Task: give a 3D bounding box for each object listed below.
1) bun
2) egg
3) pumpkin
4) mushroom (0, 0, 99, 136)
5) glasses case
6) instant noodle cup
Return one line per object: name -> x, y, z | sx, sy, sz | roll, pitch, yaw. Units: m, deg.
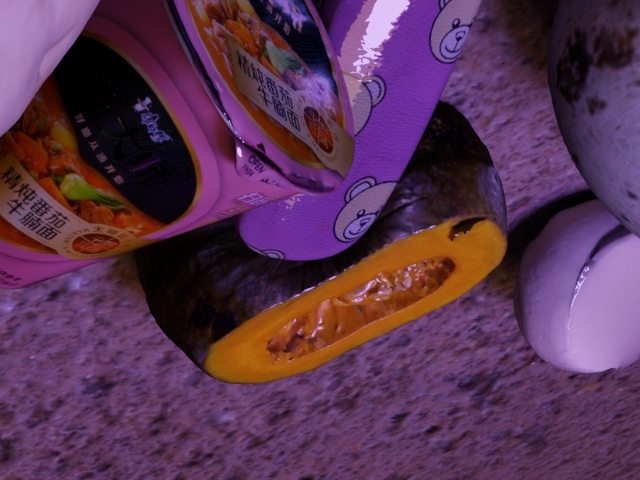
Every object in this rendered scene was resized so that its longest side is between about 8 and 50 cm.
bun -> 0.254, 0.038, 1.905 | 0.173, 0.120, 0.172 | -20, 124, -33
egg -> 0.329, -0.118, 1.529 | 0.379, 0.287, 0.287 | 26, 126, -38
pumpkin -> 0.000, 0.000, 1.645 | 0.317, 0.139, 0.222 | -23, 155, 5
mushroom -> -0.256, -0.165, 0.985 | 0.325, 0.353, 0.353 | 12, 138, -25
glasses case -> 0.029, -0.119, 1.453 | 0.123, 0.076, 0.316 | 4, 123, -34
instant noodle cup -> -0.139, -0.086, 1.320 | 0.255, 0.244, 0.244 | -26, 153, 22
